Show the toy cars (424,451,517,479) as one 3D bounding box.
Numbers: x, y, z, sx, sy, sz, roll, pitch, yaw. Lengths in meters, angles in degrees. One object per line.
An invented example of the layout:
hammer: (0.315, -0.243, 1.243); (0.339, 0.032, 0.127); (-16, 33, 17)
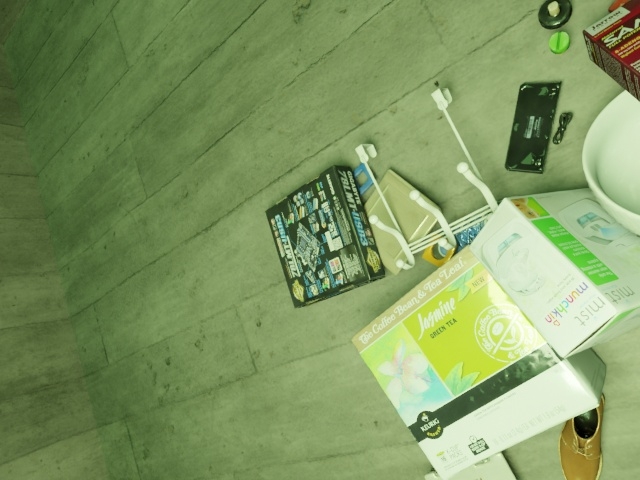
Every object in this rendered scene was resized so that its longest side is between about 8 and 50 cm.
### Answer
toy cars: (0.303, 0.609, 0.990); (0.177, 0.087, 0.393); (23, 101, 27)

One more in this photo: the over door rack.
over door rack: (0.205, -0.129, 0.934); (0.240, 0.108, 0.323); (-31, 68, 36)

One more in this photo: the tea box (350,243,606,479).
tea box: (0.303, 0.224, 0.887); (0.329, 0.220, 0.323); (-46, 66, 27)

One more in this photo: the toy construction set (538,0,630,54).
toy construction set: (0.479, -0.522, 0.724); (0.309, 0.237, 0.257); (-25, 78, 32)

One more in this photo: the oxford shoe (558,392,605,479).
oxford shoe: (0.497, 0.386, 0.850); (0.076, 0.076, 0.212); (4, 96, 33)

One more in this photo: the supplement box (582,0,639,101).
supplement box: (0.547, -0.302, 0.708); (0.130, 0.073, 0.239); (-31, 41, 22)

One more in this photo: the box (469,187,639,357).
box: (0.428, 0.039, 0.728); (0.231, 0.262, 0.126); (60, 145, 36)

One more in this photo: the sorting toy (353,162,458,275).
sorting toy: (0.179, -0.042, 1.058); (0.347, 0.047, 0.195); (46, 117, 33)

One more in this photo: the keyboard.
keyboard: (0.443, -0.226, 0.894); (0.108, 0.023, 0.180); (15, 101, 40)

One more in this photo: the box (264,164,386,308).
box: (0.000, 0.000, 1.149); (0.293, 0.073, 0.295); (-29, 74, 45)

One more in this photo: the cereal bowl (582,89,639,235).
cereal bowl: (0.603, -0.120, 0.675); (0.339, 0.141, 0.338); (-24, 44, 26)

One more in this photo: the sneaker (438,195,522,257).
sneaker: (0.334, -0.029, 0.939); (0.211, 0.081, 0.080); (-38, 73, 31)
